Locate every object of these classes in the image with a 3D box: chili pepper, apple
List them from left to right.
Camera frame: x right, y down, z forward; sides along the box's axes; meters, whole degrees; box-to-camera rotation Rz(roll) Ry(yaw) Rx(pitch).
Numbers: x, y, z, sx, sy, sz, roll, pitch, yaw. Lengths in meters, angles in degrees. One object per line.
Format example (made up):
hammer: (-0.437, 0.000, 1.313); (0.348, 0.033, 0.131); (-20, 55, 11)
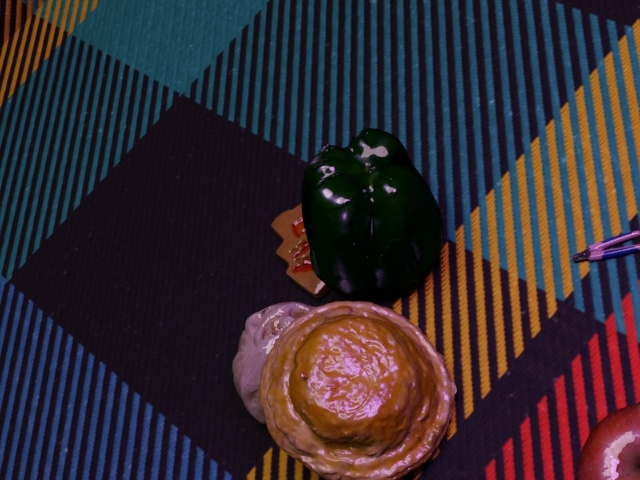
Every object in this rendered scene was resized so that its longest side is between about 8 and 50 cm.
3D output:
chili pepper: (0.077, -0.045, 2.206); (0.233, 0.256, 0.248); (-26, 52, -9)
apple: (0.444, 0.316, 1.758); (0.201, 0.162, 0.201); (-14, 60, 26)

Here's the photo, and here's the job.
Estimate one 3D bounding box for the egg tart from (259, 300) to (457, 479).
egg tart: (0.056, 0.221, 2.033); (0.319, 0.128, 0.319); (0, 62, 0)

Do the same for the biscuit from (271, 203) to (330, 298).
biscuit: (0.000, 0.000, 2.379); (0.212, 0.041, 0.238); (-13, 49, 22)

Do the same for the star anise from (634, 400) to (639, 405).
star anise: (0.524, 0.150, 1.887); (0.234, 0.073, 0.177); (-14, 55, 2)

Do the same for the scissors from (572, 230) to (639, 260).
scissors: (0.453, 0.014, 2.093); (0.113, 0.012, 0.039); (-18, 47, 20)

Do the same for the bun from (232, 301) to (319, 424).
bun: (-0.056, 0.188, 2.198); (0.231, 0.133, 0.231); (-18, 45, 19)
